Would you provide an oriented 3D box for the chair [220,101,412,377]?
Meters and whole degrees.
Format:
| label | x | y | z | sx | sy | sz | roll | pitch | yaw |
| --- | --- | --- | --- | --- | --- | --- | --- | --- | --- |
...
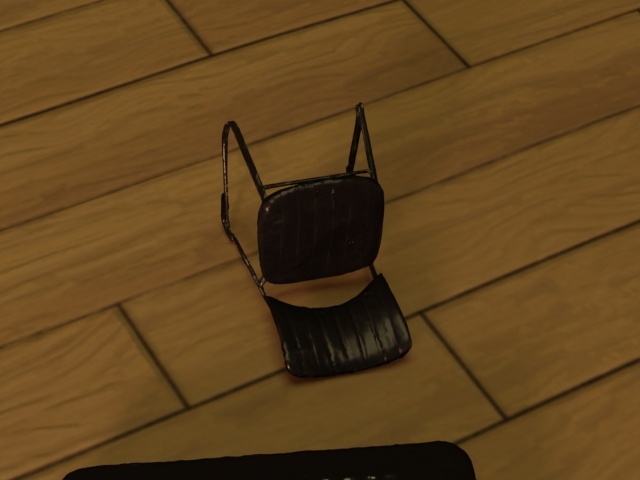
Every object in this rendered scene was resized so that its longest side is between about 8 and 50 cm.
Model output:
| label | x | y | z | sx | sy | sz | roll | pitch | yaw |
| --- | --- | --- | --- | --- | --- | --- | --- | --- | --- |
| chair | 0.000 | 0.000 | 1.441 | 0.140 | 0.145 | 0.221 | -9 | 49 | -13 |

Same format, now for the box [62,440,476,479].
| label | x | y | z | sx | sy | sz | roll | pitch | yaw |
| --- | --- | --- | --- | --- | --- | --- | --- | --- | --- |
| box | -0.035 | 0.269 | 1.238 | 0.350 | 0.058 | 0.211 | -2 | 48 | -7 |
